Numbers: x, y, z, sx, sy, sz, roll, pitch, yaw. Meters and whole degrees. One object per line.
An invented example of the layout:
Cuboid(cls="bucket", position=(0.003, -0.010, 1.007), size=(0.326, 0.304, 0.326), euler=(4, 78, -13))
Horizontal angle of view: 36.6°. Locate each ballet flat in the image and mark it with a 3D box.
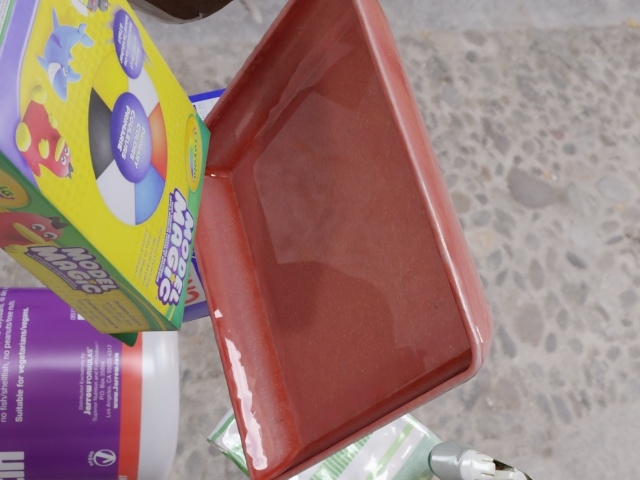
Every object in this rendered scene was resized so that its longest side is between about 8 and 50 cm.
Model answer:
Cuboid(cls="ballet flat", position=(0.259, 0.359, 1.502), size=(0.213, 0.068, 0.072), euler=(28, 60, -33))

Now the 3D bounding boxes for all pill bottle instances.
Cuboid(cls="pill bottle", position=(-0.289, 0.130, 0.835), size=(0.322, 0.181, 0.182), euler=(1, 59, -13))

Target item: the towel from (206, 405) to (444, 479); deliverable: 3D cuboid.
Cuboid(cls="towel", position=(0.013, 0.331, 1.557), size=(0.325, 0.038, 0.248), euler=(38, 74, 8))

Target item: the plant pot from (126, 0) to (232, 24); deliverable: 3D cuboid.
Cuboid(cls="plant pot", position=(-0.177, -0.311, 0.780), size=(0.230, 0.215, 0.215), euler=(9, 53, -57))

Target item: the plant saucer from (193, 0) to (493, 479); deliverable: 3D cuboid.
Cuboid(cls="plant saucer", position=(0.000, 0.000, 0.605), size=(0.047, 0.259, 0.259), euler=(-2, 65, -33))

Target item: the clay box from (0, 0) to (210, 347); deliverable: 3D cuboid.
Cuboid(cls="clay box", position=(-0.110, -0.043, 0.468), size=(0.053, 0.222, 0.127), euler=(-3, 62, 16))

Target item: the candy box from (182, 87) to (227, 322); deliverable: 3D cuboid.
Cuboid(cls="candy box", position=(-0.099, -0.036, 1.052), size=(0.317, 0.268, 0.122), euler=(-13, 59, -8))
